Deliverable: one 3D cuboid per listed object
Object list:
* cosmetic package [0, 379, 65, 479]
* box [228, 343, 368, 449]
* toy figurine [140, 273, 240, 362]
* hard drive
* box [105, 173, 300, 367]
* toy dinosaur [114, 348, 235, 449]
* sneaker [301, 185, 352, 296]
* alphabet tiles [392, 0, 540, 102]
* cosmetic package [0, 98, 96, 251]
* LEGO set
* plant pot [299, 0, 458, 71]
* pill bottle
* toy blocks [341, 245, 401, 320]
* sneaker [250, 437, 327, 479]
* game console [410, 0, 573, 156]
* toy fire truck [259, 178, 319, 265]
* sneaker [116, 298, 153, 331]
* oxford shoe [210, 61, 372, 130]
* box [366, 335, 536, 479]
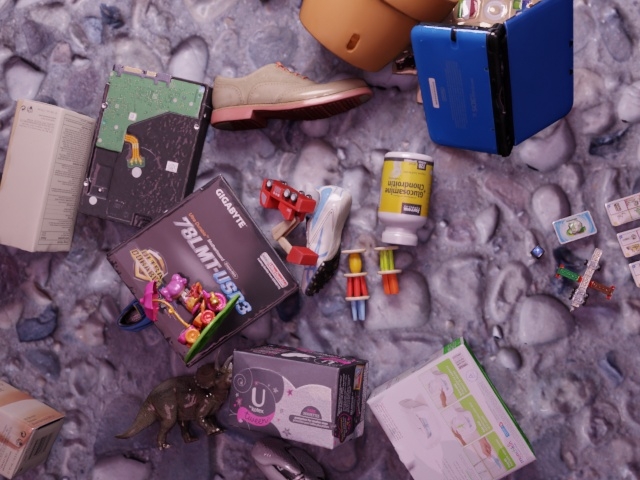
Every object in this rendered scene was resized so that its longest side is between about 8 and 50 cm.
[{"bbox_3d":[-0.745,0.389,1.655,0.296,0.153,0.129,25,93,7],"label":"cosmetic package"},{"bbox_3d":[-0.047,0.309,1.504,0.247,0.142,0.164,5,91,30],"label":"box"},{"bbox_3d":[-0.274,0.128,1.486,0.159,0.130,0.173,37,69,3],"label":"toy figurine"},{"bbox_3d":[-0.380,-0.197,1.634,0.236,0.064,0.339,13,93,9],"label":"hard drive"},{"bbox_3d":[-0.242,0.063,1.566,0.293,0.073,0.296,-34,94,-1],"label":"box"},{"bbox_3d":[-0.293,0.355,1.612,0.313,0.121,0.161,-19,75,14],"label":"toy dinosaur"},{"bbox_3d":[0.000,0.000,1.567,0.086,0.085,0.237,18,94,27],"label":"sneaker"},{"bbox_3d":[0.326,-0.420,1.541,0.342,0.011,0.285,5,92,9],"label":"alphabet tiles"},{"bbox_3d":[-0.600,-0.136,1.625,0.113,0.160,0.310,14,91,10],"label":"cosmetic package"},{"bbox_3d":[0.555,0.029,1.498,0.244,0.060,0.183,-19,75,8],"label":"LEGO set"},{"bbox_3d":[0.094,-0.468,1.455,0.291,0.291,0.203,40,117,7],"label":"plant pot"},{"bbox_3d":[0.171,-0.084,1.521,0.103,0.103,0.184,6,91,10],"label":"pill bottle"},{"bbox_3d":[0.110,0.090,1.556,0.123,0.054,0.148,-5,89,10],"label":"toy blocks"},{"bbox_3d":[-0.036,0.588,1.540,0.365,0.137,0.210,39,93,4],"label":"sneaker"},{"bbox_3d":[0.336,-0.325,1.434,0.250,0.293,0.173,15,55,29],"label":"game console"},{"bbox_3d":[-0.067,-0.040,1.550,0.192,0.047,0.135,31,108,43],"label":"toy fire truck"},{"bbox_3d":[-0.352,0.133,1.622,0.209,0.082,0.069,-34,83,7],"label":"sneaker"},{"bbox_3d":[-0.067,-0.317,1.554,0.348,0.123,0.130,-6,84,8],"label":"oxford shoe"},{"bbox_3d":[0.259,0.368,1.496,0.231,0.127,0.262,-34,85,9],"label":"box"}]
